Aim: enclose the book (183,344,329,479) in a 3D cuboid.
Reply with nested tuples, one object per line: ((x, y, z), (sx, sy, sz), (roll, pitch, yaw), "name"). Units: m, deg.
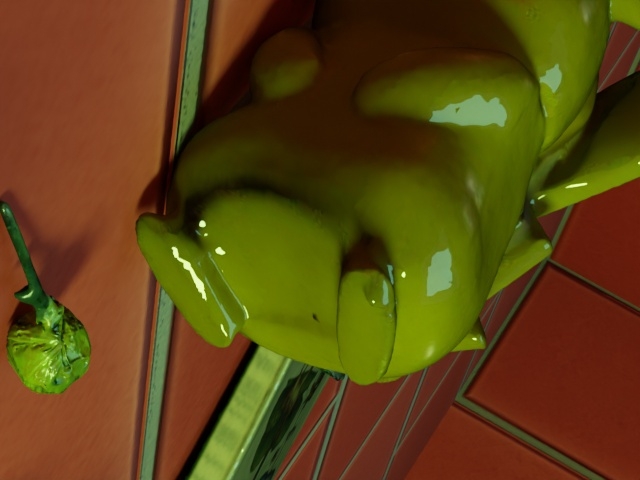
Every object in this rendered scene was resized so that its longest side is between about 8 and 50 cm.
((-0.081, 0.215, 1.254), (0.371, 0.043, 0.260), (-61, 170, 4), "book")

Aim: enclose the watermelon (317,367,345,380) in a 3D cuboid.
((0.000, 0.000, 1.022), (0.187, 0.071, 0.139), (87, 27, -55), "watermelon")

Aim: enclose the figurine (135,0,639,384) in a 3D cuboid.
((0.067, -0.069, 0.808), (0.326, 0.218, 0.169), (-60, 146, -23), "figurine")

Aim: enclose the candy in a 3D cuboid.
((-0.116, 0.023, 0.652), (0.035, 0.035, 0.123), (-37, 153, -21), "candy")
